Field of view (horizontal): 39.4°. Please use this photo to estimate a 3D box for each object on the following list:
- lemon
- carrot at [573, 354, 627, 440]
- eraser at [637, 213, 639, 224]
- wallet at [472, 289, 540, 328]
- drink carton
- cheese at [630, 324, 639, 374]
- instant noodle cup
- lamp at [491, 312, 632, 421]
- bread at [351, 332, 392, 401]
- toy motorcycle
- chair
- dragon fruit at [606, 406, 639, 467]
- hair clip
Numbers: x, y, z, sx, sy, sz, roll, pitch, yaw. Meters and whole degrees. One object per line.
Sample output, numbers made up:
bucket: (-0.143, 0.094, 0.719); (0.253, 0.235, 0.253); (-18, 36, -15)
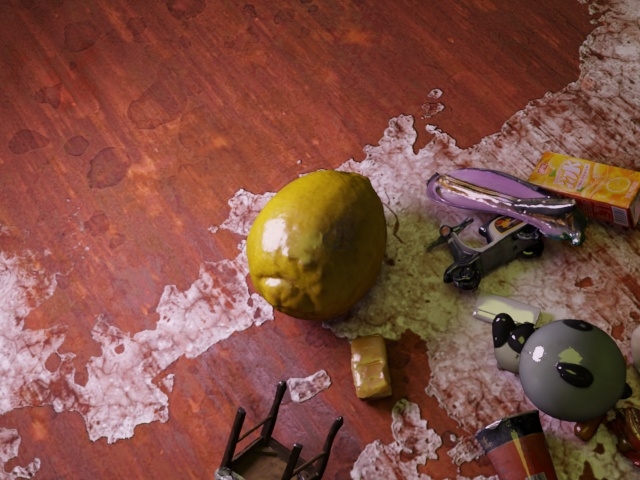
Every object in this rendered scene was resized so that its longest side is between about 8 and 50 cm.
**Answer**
lemon: (-0.004, 0.006, 1.761); (0.285, 0.286, 0.316); (-2, 28, 9)
carrot: (0.518, 0.287, 1.636); (0.037, 0.037, 0.190); (29, 64, 24)
eraser: (0.730, -0.112, 1.803); (0.230, 0.038, 0.157); (-44, 44, -14)
wallet: (0.364, 0.141, 1.753); (0.122, 0.025, 0.061); (18, 71, 19)
drink carton: (0.542, -0.106, 1.815); (0.222, 0.071, 0.096); (18, 63, 36)
cheese: (0.662, 0.236, 1.572); (0.093, 0.159, 0.263); (-13, 54, -33)
instant noodle cup: (0.351, 0.381, 1.563); (0.127, 0.127, 0.136); (-19, 66, -2)
lamp: (0.423, 0.218, 1.593); (0.197, 0.198, 0.244); (-41, 35, -15)
bread: (0.096, 0.245, 1.719); (0.074, 0.053, 0.132); (-7, 57, 5)
toy motorcycle: (0.342, -0.001, 1.807); (0.263, 0.091, 0.157); (-30, 51, -11)
chair: (-0.101, 0.437, 1.598); (0.160, 0.319, 0.186); (28, 23, 22)
dragon fruit: (0.567, 0.359, 1.548); (0.147, 0.102, 0.096); (15, 65, 13)
hair clip: (0.372, -0.085, 1.781); (0.358, 0.095, 0.110); (20, 88, 40)
